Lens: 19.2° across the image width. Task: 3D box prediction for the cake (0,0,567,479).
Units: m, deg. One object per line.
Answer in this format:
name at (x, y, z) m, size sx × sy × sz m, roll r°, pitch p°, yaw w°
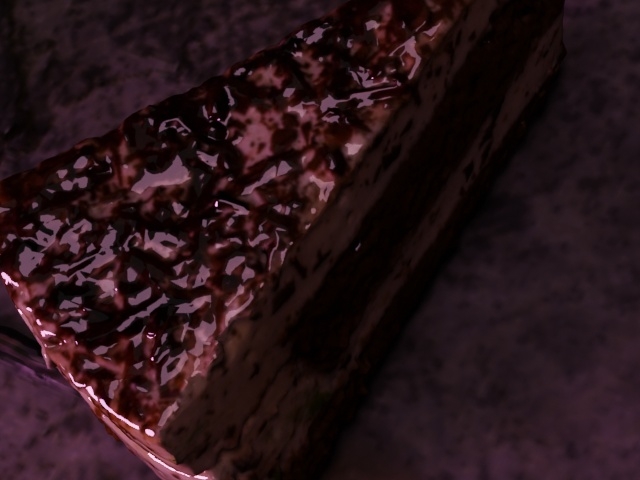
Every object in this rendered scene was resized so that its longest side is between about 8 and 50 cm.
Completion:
cake at (0.012, -0.002, 0.699) m, size 0.246 × 0.112 × 0.135 m, roll -29°, pitch 62°, yaw -3°
